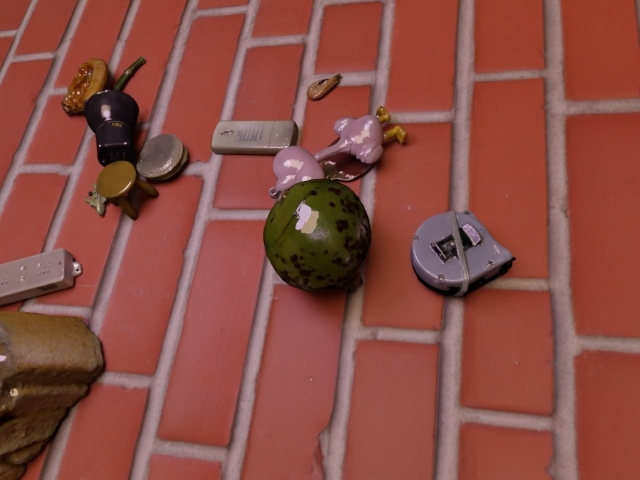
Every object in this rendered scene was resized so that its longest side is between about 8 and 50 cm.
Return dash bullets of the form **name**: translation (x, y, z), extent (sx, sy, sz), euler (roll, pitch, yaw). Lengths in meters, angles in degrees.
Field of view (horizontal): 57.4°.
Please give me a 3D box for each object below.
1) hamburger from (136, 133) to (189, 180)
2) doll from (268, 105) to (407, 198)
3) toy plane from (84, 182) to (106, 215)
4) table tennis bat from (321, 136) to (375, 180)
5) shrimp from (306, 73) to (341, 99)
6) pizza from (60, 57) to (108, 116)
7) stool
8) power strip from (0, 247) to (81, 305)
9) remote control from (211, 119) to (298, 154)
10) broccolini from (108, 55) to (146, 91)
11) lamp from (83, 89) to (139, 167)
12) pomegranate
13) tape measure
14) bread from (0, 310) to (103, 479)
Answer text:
- **hamburger**: translation (-0.423, -0.221, 1.574), extent (0.133, 0.062, 0.140), euler (7, 68, 21)
- **doll**: translation (0.029, -0.208, 1.412), extent (0.365, 0.094, 0.160), euler (-33, 63, -7)
- **toy plane**: translation (-0.600, -0.117, 1.581), extent (0.102, 0.040, 0.111), euler (-26, 57, 23)
- **table tennis bat**: translation (0.048, -0.186, 1.459), extent (0.234, 0.022, 0.131), euler (-44, 63, -10)
- **shrimp**: translation (0.007, -0.422, 1.584), extent (0.108, 0.023, 0.059), euler (-42, 53, -8)
- **pizza**: translation (-0.702, -0.450, 1.729), extent (0.197, 0.058, 0.292), euler (-38, 42, 18)
- **stool**: translation (-0.508, -0.134, 1.525), extent (0.134, 0.110, 0.135), euler (-11, 63, 10)
- **power strip**: translation (-0.783, 0.105, 1.500), extent (0.338, 0.058, 0.098), euler (-15, 63, 4)
- **remote control**: translation (-0.175, -0.274, 1.548), extent (0.234, 0.038, 0.098), euler (4, 65, 17)
- **broccolini**: translation (-0.600, -0.463, 1.753), extent (0.054, 0.051, 0.239), euler (37, 66, -18)
- **lamp**: translation (-0.554, -0.271, 1.577), extent (0.147, 0.172, 0.227), euler (-7, 53, -17)
- **pomegranate**: translation (0.000, 0.000, 1.264), extent (0.254, 0.254, 0.270), euler (-33, 104, -3)
- **tape measure**: translation (0.284, 0.028, 1.246), extent (0.181, 0.107, 0.182), euler (-33, 64, -10)
- **bread**: translation (-0.703, 0.312, 1.275), extent (0.239, 0.264, 0.395), euler (31, 77, 30)
